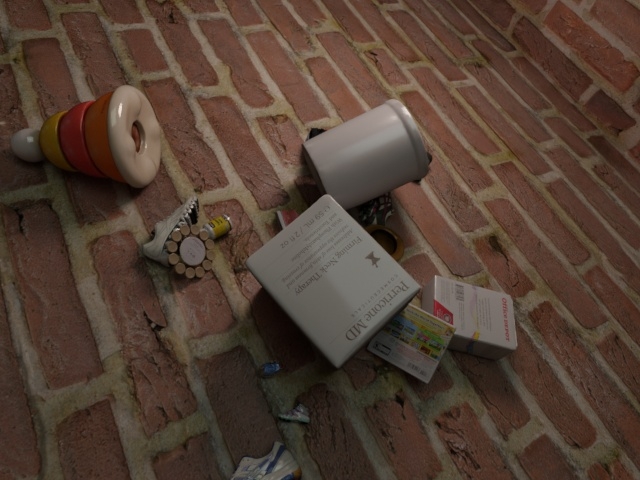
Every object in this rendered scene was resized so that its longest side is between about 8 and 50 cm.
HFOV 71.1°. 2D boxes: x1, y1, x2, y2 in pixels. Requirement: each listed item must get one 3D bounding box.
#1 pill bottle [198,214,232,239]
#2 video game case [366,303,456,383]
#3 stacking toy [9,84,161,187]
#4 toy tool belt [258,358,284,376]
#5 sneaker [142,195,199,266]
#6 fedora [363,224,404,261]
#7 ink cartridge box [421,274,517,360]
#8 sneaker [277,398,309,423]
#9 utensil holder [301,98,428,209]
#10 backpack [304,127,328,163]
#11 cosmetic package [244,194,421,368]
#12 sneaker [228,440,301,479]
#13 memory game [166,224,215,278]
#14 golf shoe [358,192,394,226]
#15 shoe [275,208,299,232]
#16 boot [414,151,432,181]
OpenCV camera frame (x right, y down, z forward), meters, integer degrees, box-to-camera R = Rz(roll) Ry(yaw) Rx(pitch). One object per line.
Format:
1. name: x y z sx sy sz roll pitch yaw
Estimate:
1. pill bottle: -0.378 -0.041 1.599 0.116 0.065 0.065 -33 72 -31
2. video game case: 0.301 0.327 1.491 0.227 0.026 0.206 26 82 21
3. stacking toy: -0.841 -0.353 1.570 0.481 0.350 0.350 -1 56 3
4. toy tool belt: -0.149 0.393 1.386 0.084 0.051 0.052 -9 61 -22
5. sneaker: -0.509 -0.049 1.547 0.119 0.110 0.291 15 53 4
6. fedora: 0.228 0.027 1.727 0.195 0.079 0.194 10 49 -12
7. ink cartridge box: 0.525 0.280 1.615 0.307 0.131 0.225 17 54 -6
8. sneaker: -0.079 0.508 1.342 0.098 0.038 0.069 16 52 -17
9. utensil holder: 0.160 -0.313 1.715 0.386 0.327 0.327 -24 65 -2
10. backpack: -0.010 -0.394 1.916 0.152 0.115 0.181 9 53 -25
11. cosmetic package: 0.037 0.143 1.384 0.329 0.327 0.393 -41 75 -11
12. sneaker: -0.202 0.650 1.183 0.297 0.111 0.131 -19 47 -28
13. memory game: -0.430 0.036 1.496 0.186 0.012 0.185 10 76 -47
14. golf shoe: 0.251 -0.155 1.861 0.120 0.105 0.272 40 54 -15
15. shoe: -0.108 -0.045 1.683 0.081 0.063 0.177 -10 56 -17
16. boot: 0.383 -0.382 2.051 0.247 0.083 0.161 33 60 8
